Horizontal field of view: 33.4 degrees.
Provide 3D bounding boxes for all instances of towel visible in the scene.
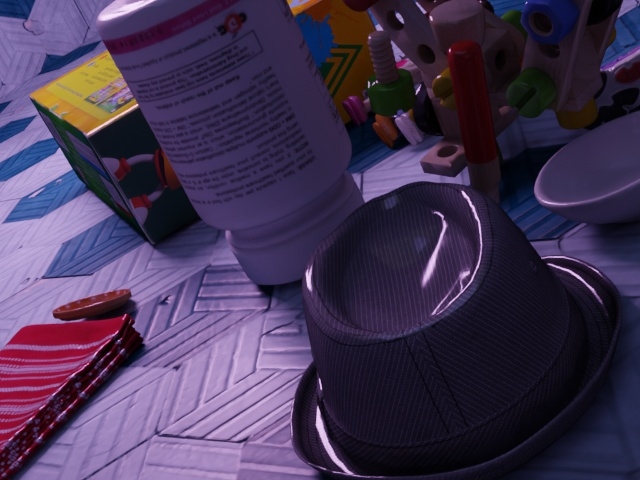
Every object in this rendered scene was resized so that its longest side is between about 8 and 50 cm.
[{"bbox_3d":[-0.309,0.165,0.993,0.199,0.031,0.275,-8,29,40],"label":"towel"}]

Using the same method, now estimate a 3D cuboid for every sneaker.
[{"bbox_3d":[0.302,-0.161,0.986,0.170,0.068,0.071,-20,18,17],"label":"sneaker"}]

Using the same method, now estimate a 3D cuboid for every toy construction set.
[{"bbox_3d":[0.147,-0.126,0.899,0.258,0.237,0.309,-1,37,21],"label":"toy construction set"}]

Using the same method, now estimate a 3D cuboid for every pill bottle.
[{"bbox_3d":[-0.069,-0.110,0.972,0.160,0.283,0.160,-22,23,10],"label":"pill bottle"}]

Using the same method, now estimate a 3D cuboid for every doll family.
[{"bbox_3d":[0.138,-0.168,1.155,0.163,0.118,0.263,-38,6,-10],"label":"doll family"}]

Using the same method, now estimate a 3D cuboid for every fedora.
[{"bbox_3d":[0.070,0.042,0.721,0.244,0.124,0.275,-19,24,17],"label":"fedora"}]

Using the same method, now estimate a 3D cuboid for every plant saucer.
[{"bbox_3d":[-0.238,0.069,1.116,0.084,0.013,0.083,-13,7,2],"label":"plant saucer"}]

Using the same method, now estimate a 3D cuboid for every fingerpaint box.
[{"bbox_3d":[-0.161,-0.197,1.437,0.371,0.163,0.445,-34,24,-14],"label":"fingerpaint box"}]

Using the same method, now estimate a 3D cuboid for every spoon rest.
[{"bbox_3d":[0.291,-0.079,0.797,0.276,0.084,0.137,-13,26,28],"label":"spoon rest"}]
